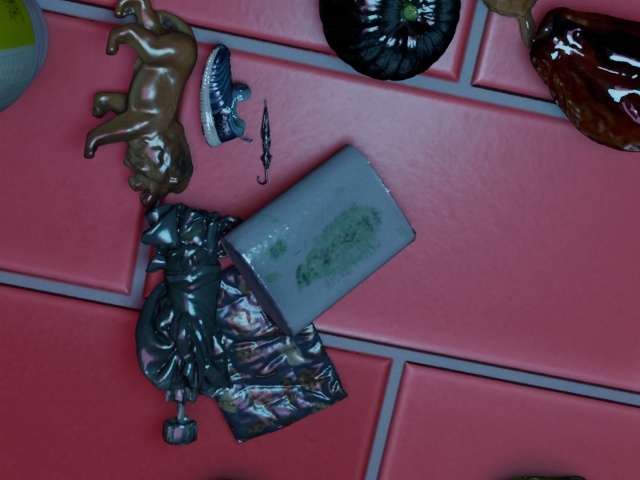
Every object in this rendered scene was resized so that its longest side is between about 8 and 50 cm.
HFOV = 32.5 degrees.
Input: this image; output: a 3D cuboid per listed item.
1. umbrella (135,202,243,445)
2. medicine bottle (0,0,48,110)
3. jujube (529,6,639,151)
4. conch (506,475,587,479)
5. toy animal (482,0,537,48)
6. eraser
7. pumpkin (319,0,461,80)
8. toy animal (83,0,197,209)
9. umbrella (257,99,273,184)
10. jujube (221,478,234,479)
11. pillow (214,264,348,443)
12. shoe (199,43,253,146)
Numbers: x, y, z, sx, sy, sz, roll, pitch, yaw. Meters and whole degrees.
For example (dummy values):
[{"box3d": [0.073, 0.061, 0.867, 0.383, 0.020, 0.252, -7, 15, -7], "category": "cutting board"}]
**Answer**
[{"box3d": [-0.186, 0.121, 1.540, 0.143, 0.094, 0.348, 5, 98, -4], "category": "umbrella"}, {"box3d": [-0.465, -0.241, 1.337, 0.214, 0.378, 0.213, 0, 102, -1], "category": "medicine bottle"}, {"box3d": [0.391, -0.220, 1.477, 0.236, 0.168, 0.168, 31, 100, -7], "category": "jujube"}, {"box3d": [0.334, 0.430, 1.641, 0.181, 0.124, 0.187, -40, 109, 10], "category": "conch"}, {"box3d": [0.260, -0.332, 1.434, 0.104, 0.185, 0.184, -25, 103, 2], "category": "toy animal"}, {"box3d": [0.000, 0.000, 1.517, 0.227, 0.081, 0.174, -38, 104, -16], "category": "eraser"}, {"box3d": [0.092, -0.313, 1.458, 0.202, 0.140, 0.202, -8, 112, -20], "category": "pumpkin"}, {"box3d": [-0.232, -0.198, 1.510, 0.158, 0.097, 0.312, 12, 101, -14], "category": "toy animal"}, {"box3d": [-0.076, -0.138, 1.558, 0.022, 0.013, 0.122, 10, 105, 18], "category": "umbrella"}, {"box3d": [-0.107, 0.476, 1.623, 0.174, 0.174, 0.250, -36, 90, 7], "category": "jujube"}, {"box3d": [-0.095, 0.160, 1.613, 0.189, 0.034, 0.255, -26, 100, 7], "category": "pillow"}, {"box3d": [-0.131, -0.200, 1.517, 0.071, 0.064, 0.143, -2, 105, 0], "category": "shoe"}]
